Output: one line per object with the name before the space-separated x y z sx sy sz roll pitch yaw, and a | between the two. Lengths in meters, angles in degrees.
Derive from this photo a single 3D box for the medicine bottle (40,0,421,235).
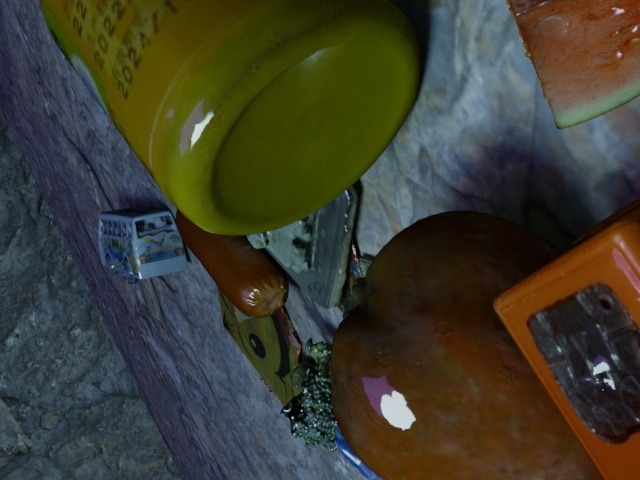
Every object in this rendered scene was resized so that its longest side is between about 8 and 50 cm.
medicine bottle | -0.115 -0.206 0.571 0.384 0.224 0.224 51 151 23

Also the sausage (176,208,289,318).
sausage | -0.136 0.009 0.951 0.300 0.083 0.089 39 149 47

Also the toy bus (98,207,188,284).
toy bus | -0.376 0.004 1.372 0.330 0.109 0.135 6 109 59

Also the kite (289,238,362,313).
kite | 0.000 0.000 0.788 0.321 0.016 0.234 52 150 21

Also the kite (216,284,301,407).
kite | -0.116 0.135 1.114 0.327 0.013 0.377 -21 93 63

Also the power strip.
power strip | -0.053 -0.033 0.764 0.213 0.065 0.198 43 144 36

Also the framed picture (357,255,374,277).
framed picture | 0.126 0.111 0.658 0.231 0.010 0.173 15 126 57

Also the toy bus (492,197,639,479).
toy bus | 0.235 0.122 0.313 0.329 0.153 0.143 58 152 11

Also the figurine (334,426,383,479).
figurine | 0.145 0.198 0.554 0.262 0.164 0.120 44 108 29

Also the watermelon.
watermelon | 0.135 -0.127 0.339 0.135 0.094 0.125 -15 92 59

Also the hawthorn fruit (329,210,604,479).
hawthorn fruit | 0.132 0.094 0.461 0.251 0.199 0.199 25 144 8

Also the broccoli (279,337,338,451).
broccoli | -0.004 0.194 0.891 0.122 0.118 0.204 37 175 -13
